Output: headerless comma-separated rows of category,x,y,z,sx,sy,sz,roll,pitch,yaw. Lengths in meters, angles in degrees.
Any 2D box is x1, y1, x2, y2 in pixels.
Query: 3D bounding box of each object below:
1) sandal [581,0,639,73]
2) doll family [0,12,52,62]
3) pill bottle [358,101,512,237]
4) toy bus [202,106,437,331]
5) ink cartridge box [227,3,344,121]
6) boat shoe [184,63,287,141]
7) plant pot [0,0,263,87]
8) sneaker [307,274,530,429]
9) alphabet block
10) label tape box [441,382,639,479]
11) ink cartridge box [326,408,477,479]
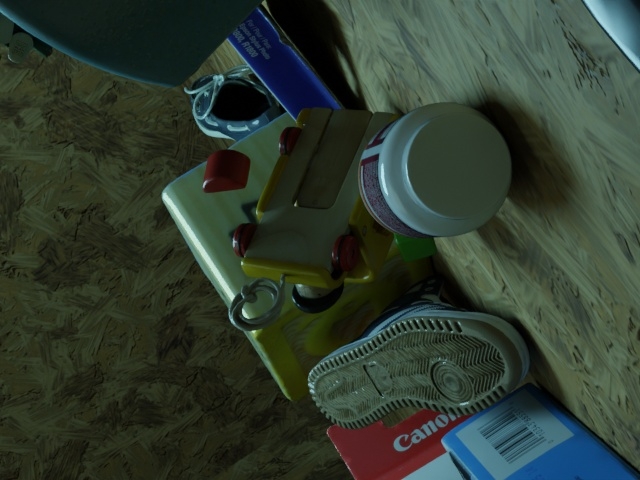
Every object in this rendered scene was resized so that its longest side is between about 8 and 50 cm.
sandal,0.151,-0.031,0.411,0.254,0.097,0.054,53,146,33
doll family,-0.295,-0.185,1.162,0.193,0.076,0.111,43,-173,-18
pill bottle,0.075,-0.044,0.997,0.086,0.086,0.152,58,175,-3
toy bus,0.009,-0.009,1.224,0.191,0.202,0.104,60,178,42
ink cartridge box,-0.056,-0.182,1.393,0.224,0.045,0.223,54,-176,35
boat shoe,-0.102,-0.162,1.863,0.079,0.095,0.254,59,173,-33
plant pot,-0.153,-0.256,1.122,0.252,0.248,0.247,44,-179,-26
sneaker,0.118,0.090,1.415,0.282,0.153,0.099,-21,100,54
alphabet block,-0.016,0.011,1.557,0.197,0.193,0.192,55,175,27
label tape box,0.253,0.313,1.313,0.333,0.106,0.240,60,175,-20
ink cartridge box,0.131,0.220,1.488,0.224,0.181,0.056,57,174,25
